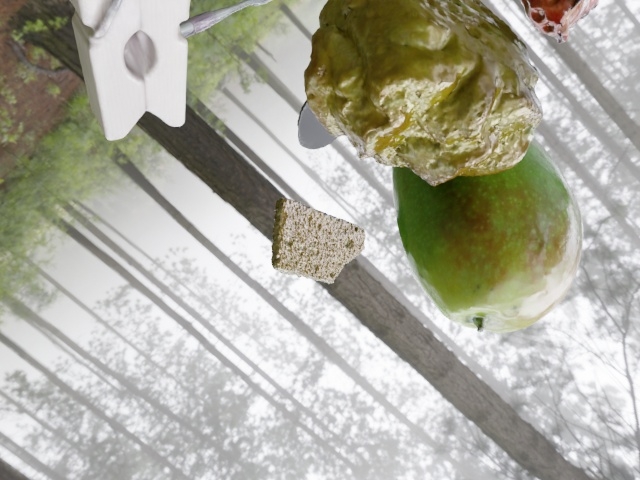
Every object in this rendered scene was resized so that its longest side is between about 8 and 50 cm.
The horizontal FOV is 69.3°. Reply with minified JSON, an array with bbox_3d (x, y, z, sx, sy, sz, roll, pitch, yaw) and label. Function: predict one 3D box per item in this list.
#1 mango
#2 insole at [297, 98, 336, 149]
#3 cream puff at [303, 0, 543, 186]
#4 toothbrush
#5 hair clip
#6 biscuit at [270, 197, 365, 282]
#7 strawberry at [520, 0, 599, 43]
[{"bbox_3d":[0.211,-0.060,0.627,0.201,0.225,0.382,83,3,-57],"label":"mango"},{"bbox_3d":[0.037,-0.283,0.818,0.119,0.009,0.348,-6,149,-22],"label":"insole"},{"bbox_3d":[0.102,-0.167,0.473,0.196,0.244,0.244,-23,-160,29],"label":"cream puff"},{"bbox_3d":[-0.195,-0.328,0.711,0.354,0.024,0.029,-39,-158,-27],"label":"toothbrush"},{"bbox_3d":[-0.155,-0.233,0.362,0.101,0.085,0.331,-24,152,-31],"label":"hair clip"},{"bbox_3d":[0.002,0.012,0.855,0.026,0.237,0.131,-7,-107,42],"label":"biscuit"},{"bbox_3d":[0.361,-0.414,0.644,0.280,0.150,0.253,-51,169,11],"label":"strawberry"}]
